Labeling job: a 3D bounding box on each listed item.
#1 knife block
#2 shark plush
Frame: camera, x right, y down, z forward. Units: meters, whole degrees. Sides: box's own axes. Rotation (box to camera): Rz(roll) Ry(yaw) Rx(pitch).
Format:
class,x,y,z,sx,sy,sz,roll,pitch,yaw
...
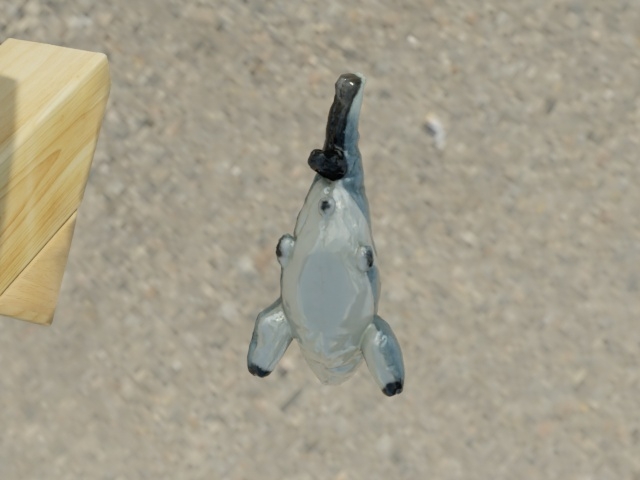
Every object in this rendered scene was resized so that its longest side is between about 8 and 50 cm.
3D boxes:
class,x,y,z,sx,sy,sz,roll,pitch,yaw
knife block,-0.257,-0.028,1.301,0.242,0.088,0.276,29,73,-68
shark plush,0.000,0.000,0.887,0.073,0.067,0.161,-3,116,14
